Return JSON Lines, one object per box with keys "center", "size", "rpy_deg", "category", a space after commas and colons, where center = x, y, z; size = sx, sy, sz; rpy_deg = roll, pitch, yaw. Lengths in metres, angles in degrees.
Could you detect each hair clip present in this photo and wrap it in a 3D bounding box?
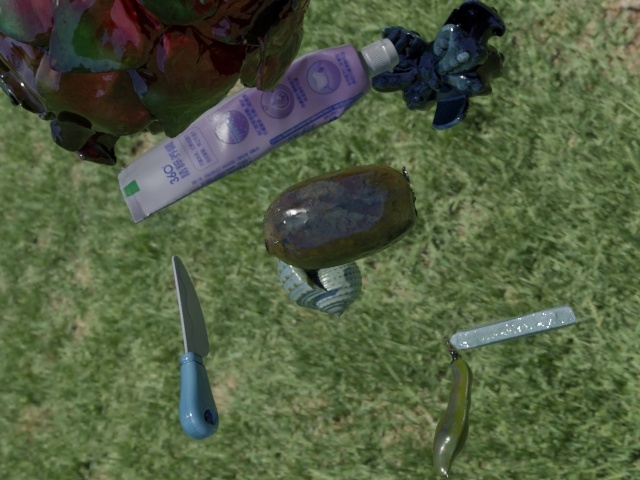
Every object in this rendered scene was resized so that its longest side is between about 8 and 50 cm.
{"center": [0.251, -0.364, 1.890], "size": [0.310, 0.206, 0.194], "rpy_deg": [-4, 42, 49], "category": "hair clip"}

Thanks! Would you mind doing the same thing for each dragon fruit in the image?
{"center": [-0.097, -0.133, 0.462], "size": [0.189, 0.182, 0.182], "rpy_deg": [-24, 54, 13], "category": "dragon fruit"}

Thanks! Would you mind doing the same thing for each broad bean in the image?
{"center": [0.281, 0.350, 1.915], "size": [0.075, 0.067, 0.325], "rpy_deg": [-5, 46, 24], "category": "broad bean"}

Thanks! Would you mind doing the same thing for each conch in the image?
{"center": [-0.010, 0.069, 1.841], "size": [0.200, 0.172, 0.131], "rpy_deg": [60, 145, 35], "category": "conch"}

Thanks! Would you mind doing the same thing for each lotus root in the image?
{"center": [0.031, -0.039, 1.586], "size": [0.275, 0.152, 0.160], "rpy_deg": [-16, 87, 7], "category": "lotus root"}

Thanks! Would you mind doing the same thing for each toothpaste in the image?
{"center": [-0.059, -0.115, 0.892], "size": [0.301, 0.048, 0.075], "rpy_deg": [-29, 77, -4], "category": "toothpaste"}

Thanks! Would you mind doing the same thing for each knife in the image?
{"center": [-0.153, 0.126, 1.108], "size": [0.032, 0.058, 0.244], "rpy_deg": [-30, 50, 25], "category": "knife"}

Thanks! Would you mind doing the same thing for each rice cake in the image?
{"center": [0.350, 0.159, 1.666], "size": [0.226, 0.085, 0.040], "rpy_deg": [-16, 84, 17], "category": "rice cake"}
